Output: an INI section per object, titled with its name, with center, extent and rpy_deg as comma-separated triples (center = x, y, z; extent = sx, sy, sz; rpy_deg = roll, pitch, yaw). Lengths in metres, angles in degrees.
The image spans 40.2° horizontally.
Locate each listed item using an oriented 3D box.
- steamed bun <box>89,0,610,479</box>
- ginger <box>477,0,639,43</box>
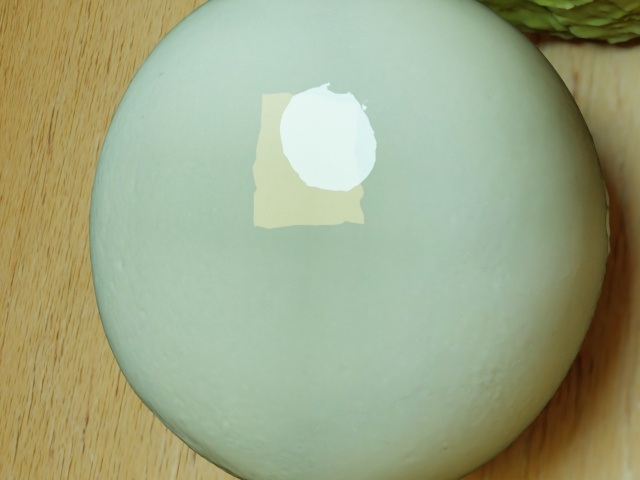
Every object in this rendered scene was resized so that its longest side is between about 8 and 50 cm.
[steamed bun]
center = 0.000, 0.000, 0.517
extent = 0.324, 0.206, 0.324
rpy_deg = 4, 98, 32
[ginger]
center = 0.163, -0.230, 0.543
extent = 0.275, 0.130, 0.221
rpy_deg = 5, 72, 40
